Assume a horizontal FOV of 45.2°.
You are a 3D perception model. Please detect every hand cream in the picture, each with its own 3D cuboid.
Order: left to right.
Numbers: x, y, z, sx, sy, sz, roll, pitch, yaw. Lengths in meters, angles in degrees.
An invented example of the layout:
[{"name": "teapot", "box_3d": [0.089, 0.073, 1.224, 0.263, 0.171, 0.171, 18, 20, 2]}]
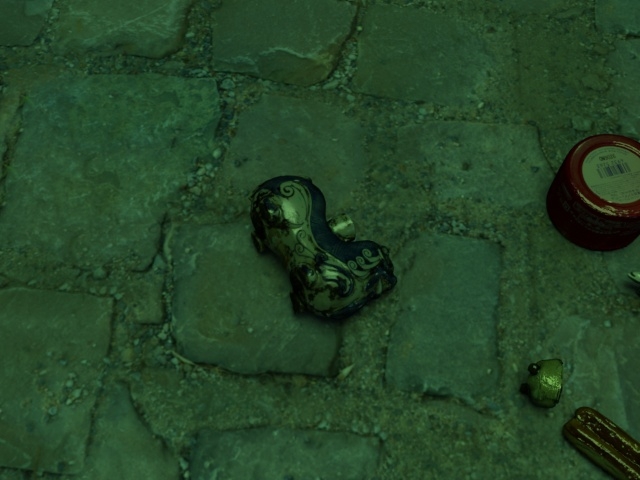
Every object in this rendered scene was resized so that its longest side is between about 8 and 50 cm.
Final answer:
[{"name": "hand cream", "box_3d": [0.522, -0.088, 1.406, 0.193, 0.125, 0.193, 1, 62, -2]}]

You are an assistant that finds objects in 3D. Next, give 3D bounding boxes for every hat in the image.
[{"name": "hat", "box_3d": [0.360, 0.230, 1.248, 0.059, 0.077, 0.076, 8, 61, 4]}]

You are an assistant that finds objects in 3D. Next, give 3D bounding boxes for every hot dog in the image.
[{"name": "hot dog", "box_3d": [0.464, 0.332, 1.211, 0.165, 0.045, 0.071, 38, 65, 19]}]

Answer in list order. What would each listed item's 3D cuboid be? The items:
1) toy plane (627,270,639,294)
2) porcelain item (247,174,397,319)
[{"name": "toy plane", "box_3d": [0.647, 0.094, 1.331, 0.226, 0.058, 0.226, 10, 41, 16]}, {"name": "porcelain item", "box_3d": [0.000, 0.000, 1.344, 0.186, 0.138, 0.288, -22, 64, -25]}]
